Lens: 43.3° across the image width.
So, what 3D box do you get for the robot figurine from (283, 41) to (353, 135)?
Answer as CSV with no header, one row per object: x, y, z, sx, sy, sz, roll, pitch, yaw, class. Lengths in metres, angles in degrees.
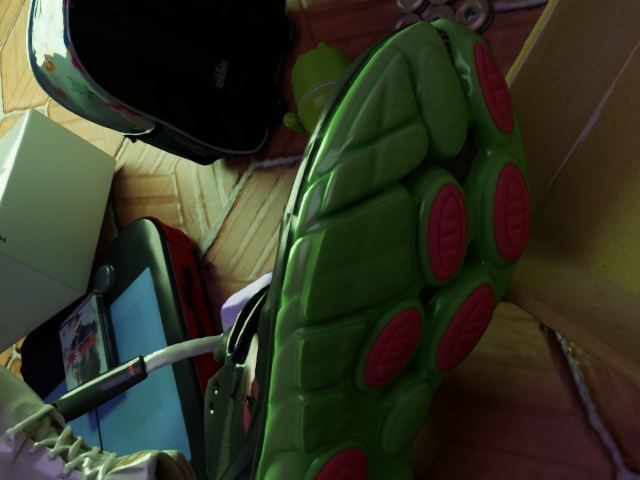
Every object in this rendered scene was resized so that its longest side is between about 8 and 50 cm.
0.008,-0.142,0.782,0.101,0.067,0.115,-28,46,14,robot figurine

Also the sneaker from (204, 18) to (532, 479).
-0.005,0.072,0.587,0.202,0.185,0.483,40,121,46,sneaker

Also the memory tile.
0.108,-0.185,0.751,0.113,0.012,0.148,-1,76,43,memory tile

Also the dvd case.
-0.266,0.128,0.919,0.087,0.013,0.119,-41,52,31,dvd case

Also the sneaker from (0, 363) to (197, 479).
-0.206,0.198,0.718,0.169,0.108,0.292,-36,92,27,sneaker

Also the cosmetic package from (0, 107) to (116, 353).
-0.393,-0.005,1.029,0.224,0.138,0.224,-32,41,34,cosmetic package

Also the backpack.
-0.178,-0.213,0.855,0.191,0.253,0.225,1,77,43,backpack

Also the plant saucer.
0.272,-0.064,0.513,0.333,0.081,0.333,38,103,43,plant saucer

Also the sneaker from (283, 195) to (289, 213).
0.000,0.000,0.758,0.084,0.069,0.185,-2,68,51,sneaker

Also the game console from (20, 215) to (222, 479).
-0.234,0.200,0.905,0.342,0.060,0.386,-38,53,27,game console

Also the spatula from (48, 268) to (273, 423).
-0.147,0.115,0.788,0.296,0.030,0.084,-24,57,7,spatula
